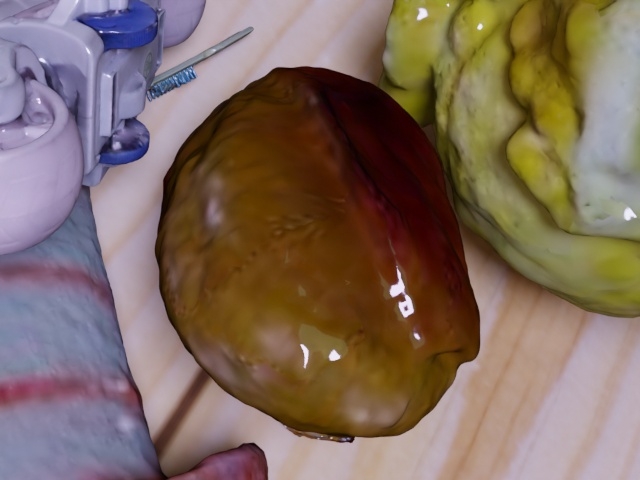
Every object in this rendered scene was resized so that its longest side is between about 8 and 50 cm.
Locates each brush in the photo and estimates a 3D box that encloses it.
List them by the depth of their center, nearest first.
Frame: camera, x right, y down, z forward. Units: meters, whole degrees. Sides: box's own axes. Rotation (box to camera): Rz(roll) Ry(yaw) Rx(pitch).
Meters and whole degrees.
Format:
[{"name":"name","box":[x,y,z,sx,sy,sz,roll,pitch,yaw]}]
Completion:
[{"name":"brush","box":[-0.069,-0.103,0.513,0.083,0.016,0.013,-40,107,-35]}]

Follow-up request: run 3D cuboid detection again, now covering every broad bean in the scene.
[{"name":"broad bean","box":[0.000,0.003,0.424,0.156,0.122,0.228,35,31,-23]}]

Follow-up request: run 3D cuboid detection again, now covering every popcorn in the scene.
[{"name":"popcorn","box":[0.199,-0.094,0.508,0.312,0.312,0.312,11,66,-27]}]

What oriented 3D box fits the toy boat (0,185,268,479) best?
[{"name":"toy boat","box":[-0.126,0.044,0.382,0.206,0.096,0.282,2,62,-39]}]

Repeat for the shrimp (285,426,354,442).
[{"name":"shrimp","box":[0.015,0.069,0.496,0.114,0.023,0.083,-11,81,-28]}]

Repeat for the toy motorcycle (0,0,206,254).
[{"name":"toy motorcycle","box":[-0.124,-0.086,0.402,0.112,0.112,0.254,35,34,-15]}]
